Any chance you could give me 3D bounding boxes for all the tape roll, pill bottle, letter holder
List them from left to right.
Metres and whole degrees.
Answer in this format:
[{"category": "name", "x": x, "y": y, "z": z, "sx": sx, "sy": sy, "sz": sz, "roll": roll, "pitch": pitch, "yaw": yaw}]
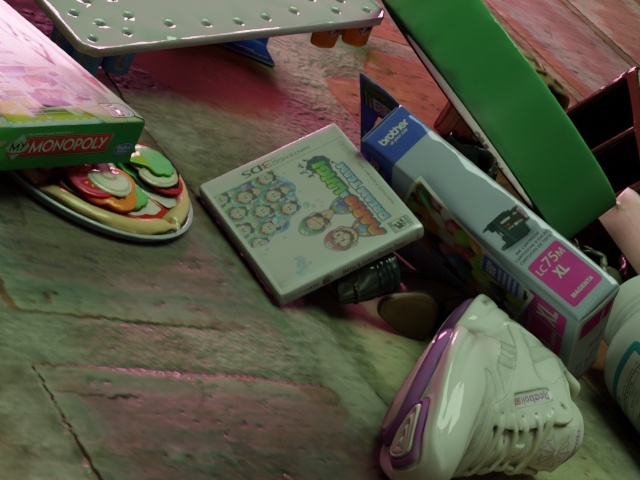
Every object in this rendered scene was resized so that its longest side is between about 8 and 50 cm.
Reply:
[{"category": "tape roll", "x": 0.184, "y": -0.146, "z": 1.829, "sx": 0.321, "sy": 0.077, "sz": 0.321, "roll": 53, "pitch": 4, "yaw": -6}, {"category": "letter holder", "x": 0.400, "y": -0.046, "z": 2.086, "sx": 0.302, "sy": 0.214, "sz": 0.152, "roll": 22, "pitch": 53, "yaw": -36}, {"category": "pill bottle", "x": 0.361, "y": 0.144, "z": 1.637, "sx": 0.146, "sy": 0.146, "sz": 0.264, "roll": 16, "pitch": 29, "yaw": -36}]

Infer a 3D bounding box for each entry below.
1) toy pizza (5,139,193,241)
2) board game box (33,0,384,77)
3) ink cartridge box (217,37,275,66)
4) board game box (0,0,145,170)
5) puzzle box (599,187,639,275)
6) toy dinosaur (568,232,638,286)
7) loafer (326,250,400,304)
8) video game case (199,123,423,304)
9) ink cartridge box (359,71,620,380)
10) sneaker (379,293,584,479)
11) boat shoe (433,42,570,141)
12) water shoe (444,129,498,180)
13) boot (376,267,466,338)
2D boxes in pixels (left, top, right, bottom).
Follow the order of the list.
[{"category": "toy pizza", "x": -0.193, "y": -0.071, "z": 1.494, "sx": 0.201, "sy": 0.032, "sz": 0.201, "roll": 28, "pitch": 23, "yaw": -13}, {"category": "board game box", "x": -0.189, "y": -0.310, "z": 1.847, "sx": 0.390, "sy": 0.050, "sz": 0.390, "roll": -13, "pitch": 48, "yaw": -40}, {"category": "ink cartridge box", "x": -0.146, "y": -0.330, "z": 2.046, "sx": 0.165, "sy": 0.065, "sz": 0.333, "roll": 19, "pitch": 27, "yaw": -31}, {"category": "board game box", "x": -0.322, "y": -0.161, "z": 1.442, "sx": 0.317, "sy": 0.046, "sz": 0.213, "roll": 39, "pitch": 26, "yaw": 27}, {"category": "puzzle box", "x": 0.476, "y": 0.131, "z": 1.856, "sx": 0.272, "sy": 0.052, "sz": 0.409, "roll": 26, "pitch": 25, "yaw": -40}, {"category": "toy dinosaur", "x": 0.322, "y": 0.038, "z": 1.927, "sx": 0.268, "sy": 0.064, "sz": 0.118, "roll": 17, "pitch": 30, "yaw": -43}, {"category": "loafer", "x": 0.000, "y": 0.000, "z": 1.573, "sx": 0.061, "sy": 0.062, "sz": 0.170, "roll": -24, "pitch": 39, "yaw": -24}, {"category": "video game case", "x": -0.010, "y": -0.026, "z": 1.549, "sx": 0.143, "sy": 0.019, "sz": 0.157, "roll": -26, "pitch": 50, "yaw": -16}, {"category": "ink cartridge box", "x": 0.132, "y": -0.004, "z": 1.625, "sx": 0.311, "sy": 0.065, "sz": 0.186, "roll": 43, "pitch": -16, "yaw": 19}, {"category": "sneaker", "x": 0.143, "y": 0.134, "z": 1.413, "sx": 0.152, "sy": 0.114, "sz": 0.305, "roll": 34, "pitch": 23, "yaw": 6}, {"category": "boat shoe", "x": 0.234, "y": -0.171, "z": 2.144, "sx": 0.110, "sy": 0.122, "sz": 0.341, "roll": 36, "pitch": 21, "yaw": 10}, {"category": "water shoe", "x": 0.157, "y": -0.051, "z": 1.797, "sx": 0.073, "sy": 0.080, "sz": 0.203, "roll": 42, "pitch": 4, "yaw": 22}, {"category": "boot", "x": 0.085, "y": 0.053, "z": 1.609, "sx": 0.118, "sy": 0.042, "sz": 0.087, "roll": 19, "pitch": 20, "yaw": -33}]
